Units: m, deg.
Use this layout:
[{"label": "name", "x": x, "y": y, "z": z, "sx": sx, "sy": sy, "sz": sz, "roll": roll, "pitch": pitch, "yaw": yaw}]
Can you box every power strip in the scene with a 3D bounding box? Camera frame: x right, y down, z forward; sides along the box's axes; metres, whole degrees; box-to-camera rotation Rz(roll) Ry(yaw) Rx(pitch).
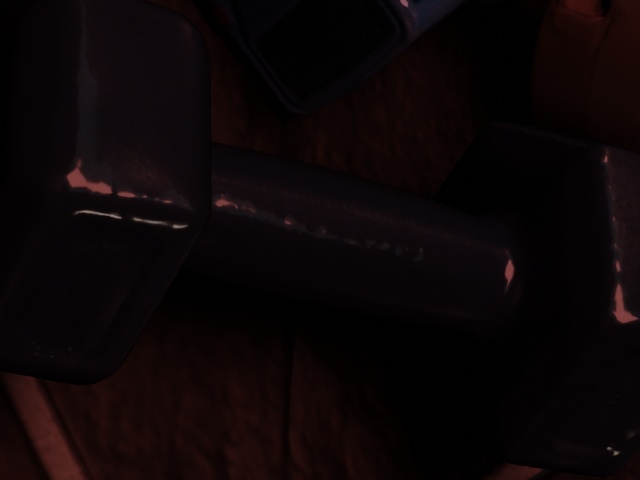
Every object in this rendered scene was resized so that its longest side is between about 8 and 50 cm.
[{"label": "power strip", "x": 0.174, "y": -0.089, "z": 0.905, "sx": 0.154, "sy": 0.078, "sz": 0.154, "roll": -25, "pitch": 128, "yaw": -37}]

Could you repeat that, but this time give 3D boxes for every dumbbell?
[{"label": "dumbbell", "x": 0.000, "y": 0.000, "z": 0.745, "sx": 0.325, "sy": 0.160, "sz": 0.144, "roll": 15, "pitch": 91, "yaw": -32}]

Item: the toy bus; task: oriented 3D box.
[{"label": "toy bus", "x": 0.050, "y": -0.167, "z": 0.872, "sx": 0.133, "sy": 0.116, "sz": 0.234, "roll": 53, "pitch": 51, "yaw": -3}]
